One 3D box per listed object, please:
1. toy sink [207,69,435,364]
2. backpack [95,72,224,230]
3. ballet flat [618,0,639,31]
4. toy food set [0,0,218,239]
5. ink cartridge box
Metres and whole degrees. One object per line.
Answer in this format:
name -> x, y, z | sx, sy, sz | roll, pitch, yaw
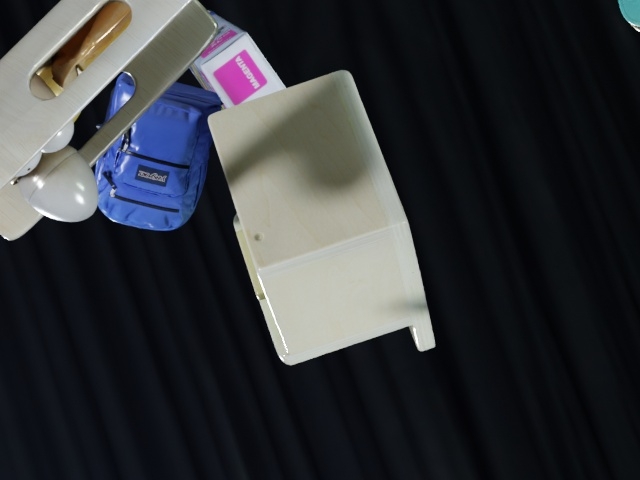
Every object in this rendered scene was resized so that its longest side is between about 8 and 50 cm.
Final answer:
toy sink -> 0.000, 0.000, 1.474 | 0.131, 0.153, 0.234 | -19, 151, 0
backpack -> -0.142, -0.069, 1.492 | 0.098, 0.120, 0.101 | 15, -166, -3
ballet flat -> 0.440, -0.258, 1.714 | 0.123, 0.123, 0.348 | -4, 180, -38
toy food set -> -0.140, -0.092, 1.141 | 0.220, 0.092, 0.306 | -46, -177, -6
ink cartridge box -> -0.063, -0.129, 1.770 | 0.065, 0.186, 0.311 | -35, -165, 0
